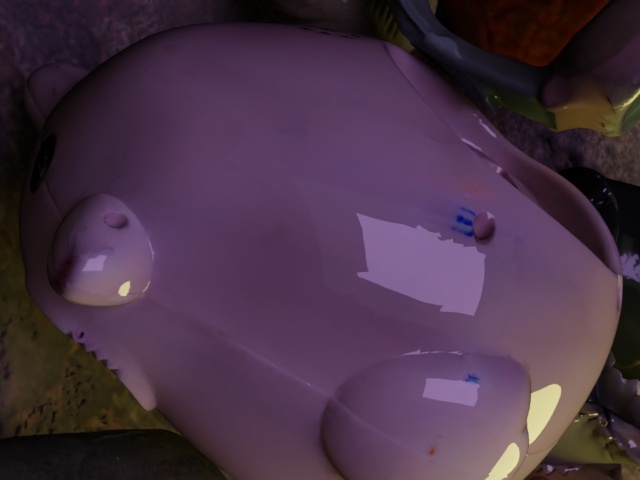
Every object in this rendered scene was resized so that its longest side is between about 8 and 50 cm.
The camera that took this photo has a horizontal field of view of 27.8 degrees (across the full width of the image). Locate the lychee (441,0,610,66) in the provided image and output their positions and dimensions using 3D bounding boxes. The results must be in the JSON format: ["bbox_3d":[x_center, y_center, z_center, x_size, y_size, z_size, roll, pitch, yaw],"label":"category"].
[{"bbox_3d":[0.209,-0.228,1.070,0.255,0.300,0.255,-33,139,-35],"label":"lychee"}]

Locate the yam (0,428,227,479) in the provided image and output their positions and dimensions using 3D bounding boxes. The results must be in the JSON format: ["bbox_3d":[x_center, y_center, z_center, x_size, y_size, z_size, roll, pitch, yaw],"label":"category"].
[{"bbox_3d":[-0.213,0.202,0.789,0.304,0.168,0.168,0,89,-36],"label":"yam"}]

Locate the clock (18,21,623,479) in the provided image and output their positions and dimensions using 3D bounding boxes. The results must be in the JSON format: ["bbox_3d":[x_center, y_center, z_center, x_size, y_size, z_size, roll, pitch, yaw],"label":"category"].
[{"bbox_3d":[0.000,0.000,0.837,0.376,0.368,0.251,24,112,-28],"label":"clock"}]

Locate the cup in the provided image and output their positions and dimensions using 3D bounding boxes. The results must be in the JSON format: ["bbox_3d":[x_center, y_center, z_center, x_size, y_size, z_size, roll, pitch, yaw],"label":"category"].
[{"bbox_3d":[0.273,0.021,1.116,0.176,0.223,0.169,23,64,-24],"label":"cup"}]

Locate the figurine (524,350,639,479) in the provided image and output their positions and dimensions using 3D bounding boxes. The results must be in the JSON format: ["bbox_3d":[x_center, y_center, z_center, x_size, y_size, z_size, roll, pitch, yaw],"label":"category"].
[{"bbox_3d":[0.196,0.211,1.079,0.166,0.207,0.387,-59,143,-57],"label":"figurine"}]

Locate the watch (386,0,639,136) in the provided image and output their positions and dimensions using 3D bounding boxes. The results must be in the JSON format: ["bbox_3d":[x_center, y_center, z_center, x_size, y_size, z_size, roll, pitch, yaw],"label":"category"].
[{"bbox_3d":[0.170,-0.204,0.893,0.253,0.162,0.241,-42,77,4],"label":"watch"}]

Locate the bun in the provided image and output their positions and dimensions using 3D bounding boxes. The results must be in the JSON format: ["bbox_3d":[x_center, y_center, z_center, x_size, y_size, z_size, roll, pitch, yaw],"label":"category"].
[{"bbox_3d":[0.012,-0.215,0.993,0.173,0.113,0.167,-32,114,-51],"label":"bun"}]
